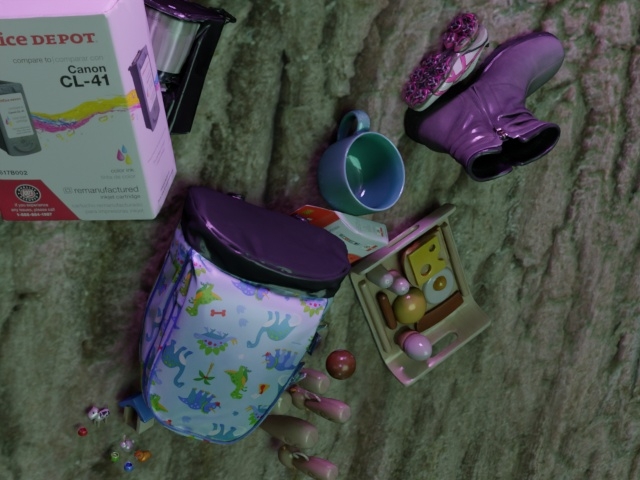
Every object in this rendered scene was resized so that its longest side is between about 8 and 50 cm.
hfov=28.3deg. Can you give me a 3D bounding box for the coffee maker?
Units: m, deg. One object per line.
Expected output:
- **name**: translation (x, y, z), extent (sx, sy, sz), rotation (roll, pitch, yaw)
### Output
- **coffee maker**: translation (-0.204, -0.243, 1.792), extent (0.171, 0.120, 0.178), rotation (6, 112, -40)

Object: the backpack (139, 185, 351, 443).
- **backpack**: translation (-0.148, 0.139, 1.975), extent (0.290, 0.273, 0.355), rotation (22, 125, -24)

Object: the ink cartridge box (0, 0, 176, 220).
- **ink cartridge box**: translation (-0.330, -0.182, 1.654), extent (0.226, 0.131, 0.306), rotation (0, 127, 11)

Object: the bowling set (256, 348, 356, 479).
- **bowling set**: translation (-0.035, 0.274, 2.234), extent (0.200, 0.154, 0.287), rotation (-51, 135, -27)

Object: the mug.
- **mug**: translation (0.062, -0.116, 2.075), extent (0.129, 0.097, 0.157), rotation (33, 64, -29)

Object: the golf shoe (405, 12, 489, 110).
- **golf shoe**: translation (0.218, -0.284, 2.122), extent (0.186, 0.067, 0.086), rotation (-51, 135, -1)

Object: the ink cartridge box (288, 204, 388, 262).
- **ink cartridge box**: translation (0.000, 0.000, 2.083), extent (0.179, 0.045, 0.145), rotation (10, 152, -42)

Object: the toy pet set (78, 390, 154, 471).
- **toy pet set**: translation (-0.307, 0.290, 2.032), extent (0.114, 0.122, 0.065), rotation (-30, 140, -45)

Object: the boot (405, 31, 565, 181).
- **boot**: translation (0.332, -0.216, 2.141), extent (0.338, 0.223, 0.118), rotation (-35, 131, -16)

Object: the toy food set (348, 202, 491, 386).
- **toy food set**: translation (0.192, 0.101, 2.312), extent (0.220, 0.092, 0.306), rotation (-35, 132, -16)
